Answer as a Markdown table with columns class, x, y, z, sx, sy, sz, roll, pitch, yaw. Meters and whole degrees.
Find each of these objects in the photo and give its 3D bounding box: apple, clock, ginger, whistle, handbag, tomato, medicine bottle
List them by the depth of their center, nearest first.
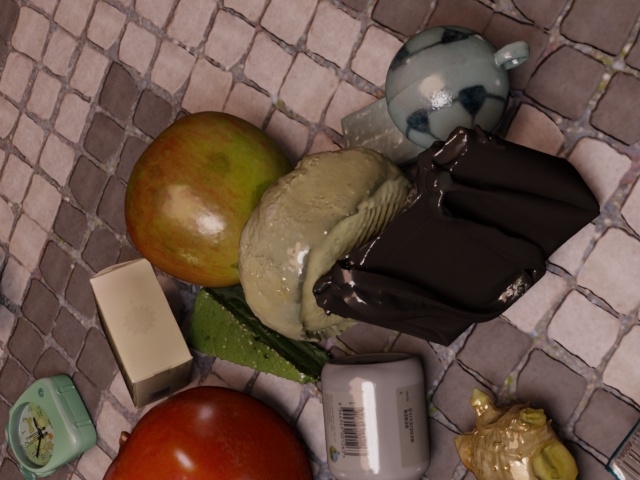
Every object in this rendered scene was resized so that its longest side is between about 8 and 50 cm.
| class | x | y | z | sx | sy | sz | roll | pitch | yaw |
| --- | --- | --- | --- | --- | --- | --- | --- | --- | --- |
| handbag | 0.151 | 0.005 | 1.027 | 0.285 | 0.257 | 0.113 | -47 | 50 | 27 |
| ginger | 0.238 | 0.273 | 1.072 | 0.157 | 0.102 | 0.216 | -36 | 77 | 56 |
| whistle | 0.125 | -0.168 | 1.092 | 0.289 | 0.163 | 0.163 | -25 | 79 | 31 |
| medicine bottle | 0.073 | 0.259 | 1.155 | 0.135 | 0.135 | 0.215 | -4 | 90 | 33 |
| tomato | -0.163 | 0.372 | 1.234 | 0.290 | 0.293 | 0.325 | 29 | 102 | 14 |
| apple | -0.143 | -0.050 | 1.250 | 0.226 | 0.246 | 0.246 | 30 | 108 | 12 |
| clock | -0.482 | 0.332 | 1.559 | 0.188 | 0.060 | 0.148 | -38 | 73 | 29 |

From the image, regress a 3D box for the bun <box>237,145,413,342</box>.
| class | x | y | z | sx | sy | sz | roll | pitch | yaw |
| --- | --- | --- | --- | --- | --- | --- | --- | --- | --- |
| bun | 0.000 | 0.000 | 1.122 | 0.152 | 0.259 | 0.259 | 34 | 109 | 26 |

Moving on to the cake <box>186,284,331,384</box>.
| class | x | y | z | sx | sy | sz | roll | pitch | yaw |
| --- | --- | --- | --- | --- | --- | --- | --- | --- | --- |
| cake | -0.084 | 0.158 | 1.272 | 0.235 | 0.100 | 0.099 | 35 | 112 | 27 |

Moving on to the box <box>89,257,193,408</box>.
| class | x | y | z | sx | sy | sz | roll | pitch | yaw |
| --- | --- | --- | --- | --- | --- | --- | --- | --- | --- |
| box | -0.266 | 0.140 | 1.326 | 0.168 | 0.095 | 0.212 | 65 | 163 | 15 |

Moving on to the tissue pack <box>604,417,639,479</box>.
| class | x | y | z | sx | sy | sz | roll | pitch | yaw |
| --- | --- | --- | --- | --- | --- | --- | --- | --- | --- |
| tissue pack | 0.452 | 0.178 | 0.909 | 0.192 | 0.134 | 0.271 | 39 | 112 | 24 |
